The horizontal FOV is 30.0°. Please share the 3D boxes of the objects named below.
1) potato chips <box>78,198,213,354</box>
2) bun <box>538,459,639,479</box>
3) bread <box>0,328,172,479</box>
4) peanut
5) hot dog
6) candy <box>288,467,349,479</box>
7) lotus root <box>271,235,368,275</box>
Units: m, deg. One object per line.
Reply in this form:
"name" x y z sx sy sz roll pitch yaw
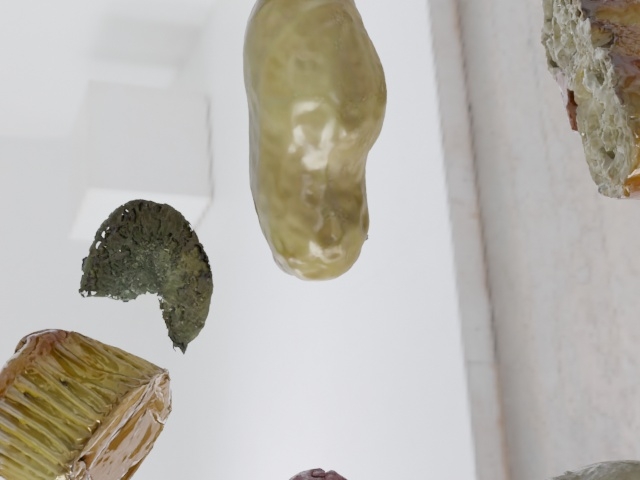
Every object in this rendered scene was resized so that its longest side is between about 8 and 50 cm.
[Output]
"potato chips" -0.235 0.051 1.704 0.029 0.220 0.202 -12 35 48
"bun" 0.240 0.292 0.955 0.205 0.281 0.282 -54 -13 -52
"bread" -0.286 0.199 1.365 0.204 0.156 0.288 -53 -10 -14
"peanut" -0.005 -0.113 1.208 0.147 0.147 0.319 -155 61 -68
"hot dog" 0.475 -0.181 1.429 0.367 0.365 0.196 -96 7 -50
"candy" 0.000 0.280 1.207 0.043 0.103 0.103 -46 -29 -65
"lotus root" 0.000 0.000 1.874 0.221 0.125 0.118 -31 69 58
